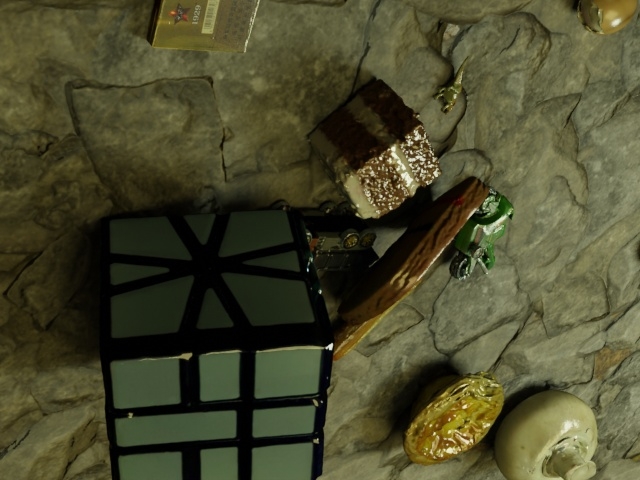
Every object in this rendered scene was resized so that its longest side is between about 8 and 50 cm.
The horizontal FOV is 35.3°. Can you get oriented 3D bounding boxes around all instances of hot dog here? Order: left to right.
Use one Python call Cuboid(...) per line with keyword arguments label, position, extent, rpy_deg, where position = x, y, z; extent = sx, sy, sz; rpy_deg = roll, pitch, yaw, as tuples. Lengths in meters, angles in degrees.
Cuboid(label="hot dog", position=(0.085, 0.123, 1.724), extent=(0.216, 0.047, 0.066), rpy_deg=(-45, 154, 6))

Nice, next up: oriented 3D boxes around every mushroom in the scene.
Cuboid(label="mushroom", position=(0.501, 0.443, 2.172), extent=(0.246, 0.202, 0.246), rpy_deg=(-13, 120, -23))

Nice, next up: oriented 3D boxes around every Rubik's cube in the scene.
Cuboid(label="Rubik's cube", position=(-0.148, 0.148, 1.357), extent=(0.294, 0.288, 0.283), rpy_deg=(-6, 127, -9))

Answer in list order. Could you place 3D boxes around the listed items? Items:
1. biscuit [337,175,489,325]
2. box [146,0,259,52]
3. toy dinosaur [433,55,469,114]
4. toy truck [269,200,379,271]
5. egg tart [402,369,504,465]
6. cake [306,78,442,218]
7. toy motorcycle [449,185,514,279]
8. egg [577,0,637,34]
Cuboid(label="biscuit", position=(0.135, 0.016, 1.603), extent=(0.277, 0.052, 0.262), rpy_deg=(-49, -175, -17))
Cuboid(label="box", position=(-0.143, -0.281, 1.249), extent=(0.133, 0.023, 0.090), rpy_deg=(-4, 124, -33))
Cuboid(label="toy dinosaur", position=(0.198, -0.232, 1.527), extent=(0.041, 0.026, 0.113), rpy_deg=(-23, 144, -28))
Cuboid(label="toy truck", position=(0.000, 0.000, 1.536), extent=(0.192, 0.083, 0.092), rpy_deg=(0, 129, -36))
Cuboid(label="egg tart", position=(0.252, 0.337, 1.977), extent=(0.241, 0.106, 0.241), rpy_deg=(-20, 136, -20))
Cuboid(label="cake", position=(0.076, -0.127, 1.454), extent=(0.147, 0.135, 0.134), rpy_deg=(-32, 137, -3))
Cuboid(label="toy motorcycle", position=(0.280, -0.017, 1.738), extent=(0.106, 0.074, 0.190), rpy_deg=(-15, 132, -37))
Cuboid(label="egg", position=(0.449, -0.362, 1.560), extent=(0.096, 0.080, 0.080), rpy_deg=(-21, 134, -16))
